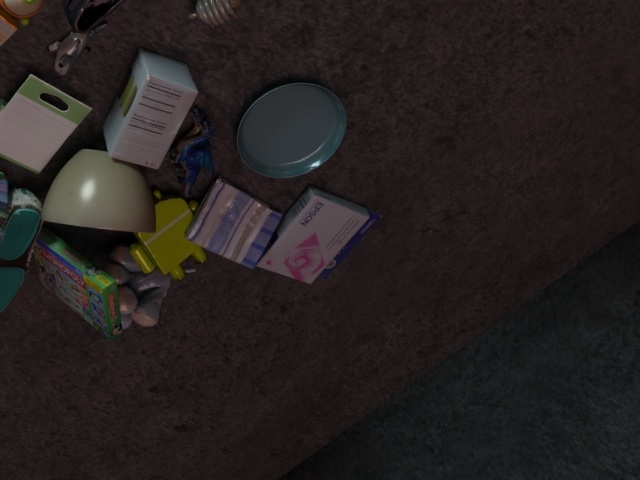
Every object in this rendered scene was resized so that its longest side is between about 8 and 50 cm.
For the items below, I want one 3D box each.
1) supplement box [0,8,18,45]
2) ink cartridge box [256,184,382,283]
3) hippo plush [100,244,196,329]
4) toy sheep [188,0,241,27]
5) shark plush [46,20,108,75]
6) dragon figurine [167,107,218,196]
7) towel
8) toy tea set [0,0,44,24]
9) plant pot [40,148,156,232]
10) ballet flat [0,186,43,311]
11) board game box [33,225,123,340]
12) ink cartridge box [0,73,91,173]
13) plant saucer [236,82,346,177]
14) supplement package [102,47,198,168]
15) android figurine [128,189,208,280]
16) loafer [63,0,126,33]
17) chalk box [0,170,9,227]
[{"bbox_3d":[-0.720,-0.459,1.589,0.098,0.036,0.062,-37,137,13],"label":"supplement box"},{"bbox_3d":[0.000,0.000,2.367,0.330,0.071,0.324,20,121,-37],"label":"ink cartridge box"},{"bbox_3d":[-0.580,0.139,2.164,0.236,0.294,0.234,-27,113,39],"label":"hippo plush"},{"bbox_3d":[-0.245,-0.542,1.695,0.132,0.091,0.091,-24,138,6],"label":"toy sheep"},{"bbox_3d":[-0.561,-0.454,1.681,0.161,0.073,0.067,-52,155,-1],"label":"shark plush"},{"bbox_3d":[-0.333,-0.221,1.973,0.144,0.085,0.289,-17,136,-8],"label":"dragon figurine"},{"bbox_3d":[-0.252,-0.046,2.164,0.285,0.034,0.209,30,89,-43],"label":"towel"},{"bbox_3d":[-0.610,-0.579,1.387,0.200,0.124,0.336,-52,147,-6],"label":"toy tea set"},{"bbox_3d":[-0.557,-0.131,1.861,0.284,0.284,0.191,6,92,-30],"label":"plant pot"},{"bbox_3d":[-0.848,0.029,1.945,0.147,0.147,0.409,18,116,-37],"label":"ballet flat"},{"bbox_3d":[-0.674,0.114,2.001,0.046,0.317,0.213,-39,149,-37],"label":"board game box"},{"bbox_3d":[-0.696,-0.288,1.760,0.235,0.056,0.171,-45,135,17],"label":"ink cartridge box"},{"bbox_3d":[-0.084,-0.311,2.032,0.318,0.043,0.317,-13,136,-13],"label":"plant saucer"},{"bbox_3d":[-0.423,-0.322,1.790,0.134,0.139,0.244,13,125,-35],"label":"supplement package"},{"bbox_3d":[-0.433,-0.019,2.082,0.248,0.056,0.273,-42,127,-20],"label":"android figurine"},{"bbox_3d":[-0.433,-0.562,1.575,0.302,0.095,0.109,-38,136,15],"label":"loafer"},{"bbox_3d":[-0.885,-0.090,1.781,0.180,0.179,0.289,25,117,-39],"label":"chalk box"}]
